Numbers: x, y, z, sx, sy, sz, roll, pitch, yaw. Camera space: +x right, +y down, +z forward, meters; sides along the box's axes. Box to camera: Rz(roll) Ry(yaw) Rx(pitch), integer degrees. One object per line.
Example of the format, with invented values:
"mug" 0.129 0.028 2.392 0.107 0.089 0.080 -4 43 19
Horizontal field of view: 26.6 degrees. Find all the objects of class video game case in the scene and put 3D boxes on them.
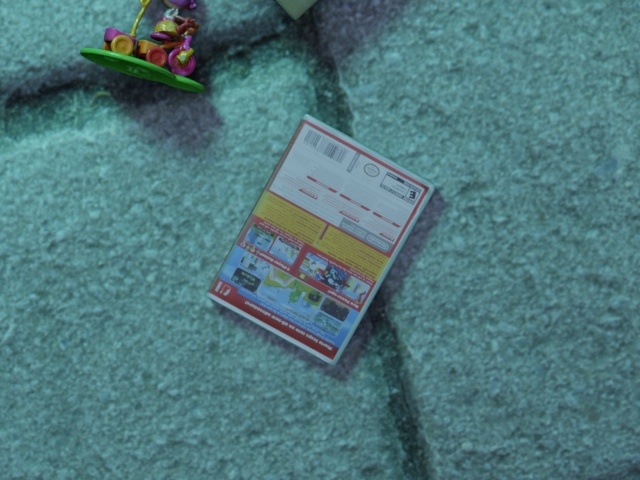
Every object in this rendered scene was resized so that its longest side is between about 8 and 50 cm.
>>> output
"video game case" 0.000 0.000 1.842 0.204 0.025 0.285 29 96 -2

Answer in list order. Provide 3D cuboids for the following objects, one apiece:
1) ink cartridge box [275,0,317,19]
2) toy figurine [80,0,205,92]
"ink cartridge box" -0.015 -0.433 1.735 0.234 0.088 0.193 -42 116 6
"toy figurine" -0.212 -0.295 1.782 0.173 0.130 0.159 17 87 -22
